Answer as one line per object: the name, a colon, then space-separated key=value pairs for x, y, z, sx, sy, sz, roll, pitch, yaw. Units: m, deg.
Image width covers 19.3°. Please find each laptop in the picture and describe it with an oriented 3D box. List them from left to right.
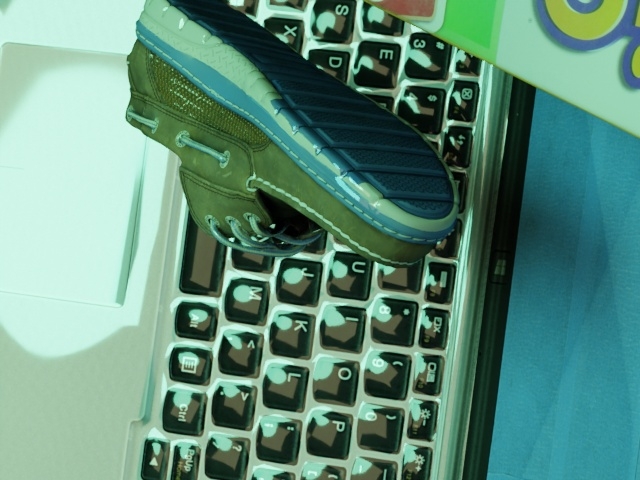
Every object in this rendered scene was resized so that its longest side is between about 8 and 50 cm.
laptop: x=0.000 y=0.000 z=0.730 sx=0.408 sy=0.236 sz=0.381 roll=7 pitch=89 yaw=14

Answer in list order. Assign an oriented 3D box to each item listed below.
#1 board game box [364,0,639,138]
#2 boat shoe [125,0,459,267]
board game box: x=0.097 y=-0.107 z=0.616 sx=0.259 sy=0.039 sz=0.124 roll=32 pitch=106 yaw=40
boat shoe: x=-0.015 y=-0.030 z=0.699 sx=0.183 sy=0.066 sz=0.066 roll=44 pitch=118 yaw=47
